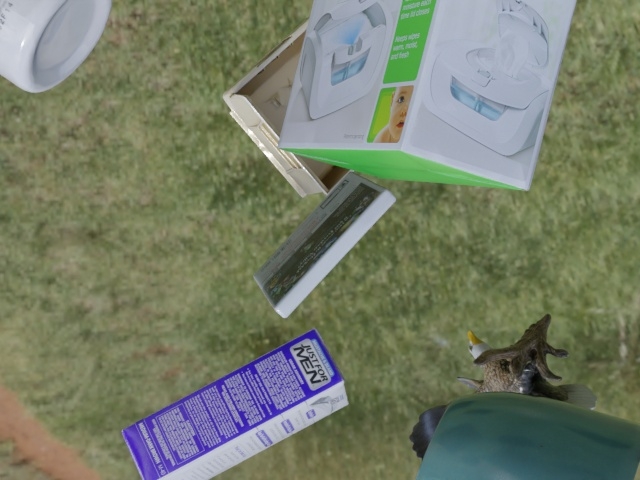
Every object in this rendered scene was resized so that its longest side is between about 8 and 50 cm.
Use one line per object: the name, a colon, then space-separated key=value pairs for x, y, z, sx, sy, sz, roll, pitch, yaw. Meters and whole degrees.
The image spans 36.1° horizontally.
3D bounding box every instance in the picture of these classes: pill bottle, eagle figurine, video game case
pill bottle: x=-0.314 y=-0.247 z=0.881 sx=0.229 sy=0.131 sz=0.131 roll=35 pitch=148 yaw=5
eagle figurine: x=0.300 y=0.251 z=1.640 sx=0.226 sy=0.225 sz=0.298 roll=10 pitch=134 yaw=-10
video game case: x=0.000 y=0.000 z=1.202 sx=0.022 sy=0.173 sz=0.190 roll=43 pitch=90 yaw=-16

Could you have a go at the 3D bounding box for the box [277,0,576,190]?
box: x=0.090 y=-0.172 z=0.850 sx=0.127 sy=0.231 sz=0.262 roll=14 pitch=-179 yaw=-24

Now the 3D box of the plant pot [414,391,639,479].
plant pot: x=0.245 y=0.325 z=1.233 sx=0.235 sy=0.293 sz=0.293 roll=20 pitch=160 yaw=18

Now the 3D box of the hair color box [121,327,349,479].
hair color box: x=-0.127 y=0.281 z=1.571 sx=0.339 sy=0.110 sz=0.185 roll=-26 pitch=160 yaw=-6

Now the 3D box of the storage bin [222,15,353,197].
storage bin: x=-0.003 y=-0.261 z=1.863 sx=0.262 sy=0.260 sz=0.123 roll=-45 pitch=-165 yaw=-18
